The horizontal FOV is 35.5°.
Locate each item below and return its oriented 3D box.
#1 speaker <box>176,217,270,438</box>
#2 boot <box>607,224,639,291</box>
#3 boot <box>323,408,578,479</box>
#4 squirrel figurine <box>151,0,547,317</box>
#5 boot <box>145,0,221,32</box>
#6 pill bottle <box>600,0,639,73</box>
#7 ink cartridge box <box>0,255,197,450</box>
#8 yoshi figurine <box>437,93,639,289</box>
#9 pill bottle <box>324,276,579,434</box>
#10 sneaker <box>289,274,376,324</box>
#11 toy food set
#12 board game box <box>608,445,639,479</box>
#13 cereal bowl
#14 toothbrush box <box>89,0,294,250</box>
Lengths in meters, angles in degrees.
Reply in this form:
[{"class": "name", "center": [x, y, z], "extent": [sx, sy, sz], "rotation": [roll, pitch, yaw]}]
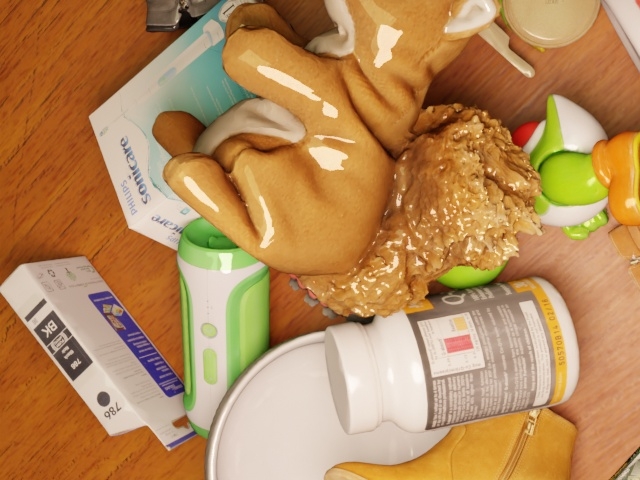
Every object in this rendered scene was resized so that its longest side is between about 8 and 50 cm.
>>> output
[{"class": "speaker", "center": [-0.127, 0.120, 1.341], "extent": [0.131, 0.131, 0.297], "rotation": [11, 119, 17]}, {"class": "boot", "center": [0.462, 0.031, 1.227], "extent": [0.152, 0.073, 0.197], "rotation": [-32, 84, 25]}, {"class": "boot", "center": [0.167, 0.266, 1.245], "extent": [0.295, 0.104, 0.211], "rotation": [21, 58, 0]}, {"class": "squirrel figurine", "center": [0.062, -0.125, 1.099], "extent": [0.397, 0.281, 0.370], "rotation": [41, 94, -13]}, {"class": "boot", "center": [-0.122, -0.426, 1.361], "extent": [0.338, 0.118, 0.223], "rotation": [-19, 91, 32]}, {"class": "pill bottle", "center": [0.515, -0.301, 1.112], "extent": [0.363, 0.210, 0.210], "rotation": [-30, 84, 17]}, {"class": "ink cartridge box", "center": [-0.299, 0.168, 1.424], "extent": [0.065, 0.165, 0.333], "rotation": [-44, 78, 15]}, {"class": "yoshi figurine", "center": [0.255, -0.028, 1.212], "extent": [0.362, 0.203, 0.203], "rotation": [-8, 47, 44]}, {"class": "pill bottle", "center": [0.154, 0.142, 1.202], "extent": [0.278, 0.162, 0.162], "rotation": [-9, 90, -10]}, {"class": "sneaker", "center": [0.000, 0.000, 1.353], "extent": [0.276, 0.097, 0.135], "rotation": [43, 107, 13]}, {"class": "toy food set", "center": [0.293, -0.311, 1.280], "extent": [0.132, 0.038, 0.192], "rotation": [45, 100, 4]}, {"class": "board game box", "center": [0.457, 0.305, 1.258], "extent": [0.136, 0.030, 0.260], "rotation": [42, 104, 14]}, {"class": "cereal bowl", "center": [0.007, 0.284, 1.304], "extent": [0.339, 0.141, 0.339], "rotation": [2, 83, -18]}, {"class": "toothbrush box", "center": [-0.144, -0.159, 1.339], "extent": [0.295, 0.126, 0.216], "rotation": [-37, 56, 15]}]
